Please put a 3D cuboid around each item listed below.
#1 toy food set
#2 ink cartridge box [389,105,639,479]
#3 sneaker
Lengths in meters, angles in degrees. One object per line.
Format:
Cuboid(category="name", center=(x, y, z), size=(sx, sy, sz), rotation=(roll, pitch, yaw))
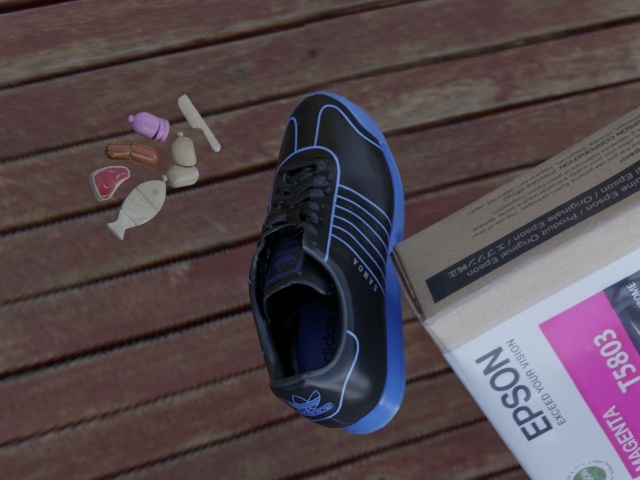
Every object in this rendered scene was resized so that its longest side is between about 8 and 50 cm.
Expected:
Cuboid(category="toy food set", center=(-0.144, -0.064, 1.048), size=(0.122, 0.019, 0.078), rotation=(-40, 105, -26))
Cuboid(category="ink cartridge box", center=(0.185, 0.058, 0.773), size=(0.193, 0.088, 0.234), rotation=(-32, 122, 8))
Cuboid(category="sneaker", center=(0.000, 0.000, 0.779), size=(0.090, 0.081, 0.232), rotation=(31, 45, -52))
